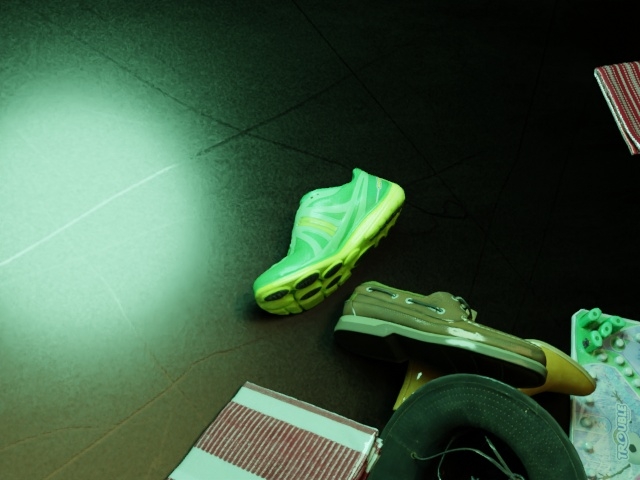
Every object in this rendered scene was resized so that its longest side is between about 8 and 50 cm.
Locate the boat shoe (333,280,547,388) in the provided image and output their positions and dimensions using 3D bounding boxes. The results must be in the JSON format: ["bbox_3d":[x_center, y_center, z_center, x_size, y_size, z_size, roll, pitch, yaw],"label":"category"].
[{"bbox_3d":[0.170,0.120,1.171,0.307,0.111,0.104,12,59,23],"label":"boat shoe"}]

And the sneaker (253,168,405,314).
[{"bbox_3d":[0.000,0.000,1.242,0.123,0.109,0.295,37,58,20],"label":"sneaker"}]

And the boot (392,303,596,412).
[{"bbox_3d":[0.260,0.240,1.258,0.295,0.104,0.211,27,66,-7],"label":"boot"}]

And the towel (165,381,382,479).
[{"bbox_3d":[-0.099,0.328,1.002,0.329,0.237,0.037,-50,136,-32],"label":"towel"}]

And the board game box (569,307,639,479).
[{"bbox_3d":[0.594,0.323,1.350,0.389,0.050,0.390,13,64,-7],"label":"board game box"}]

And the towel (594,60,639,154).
[{"bbox_3d":[0.693,-0.281,1.701,0.274,0.031,0.199,-13,74,-28],"label":"towel"}]

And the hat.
[{"bbox_3d":[0.217,0.339,1.119,0.134,0.331,0.331,4,64,-56],"label":"hat"}]
